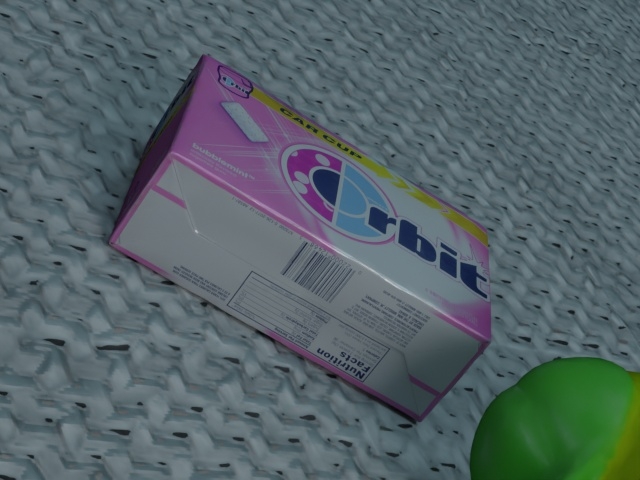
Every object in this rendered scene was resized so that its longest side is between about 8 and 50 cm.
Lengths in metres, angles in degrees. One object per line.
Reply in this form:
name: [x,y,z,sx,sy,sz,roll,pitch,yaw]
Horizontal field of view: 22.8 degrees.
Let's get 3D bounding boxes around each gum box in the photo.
gum box: [0.000,0.000,0.784,0.188,0.062,0.107,31,29,-12]

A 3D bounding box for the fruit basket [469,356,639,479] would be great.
fruit basket: [0.233,0.177,0.616,0.392,0.283,0.392,32,41,-33]
